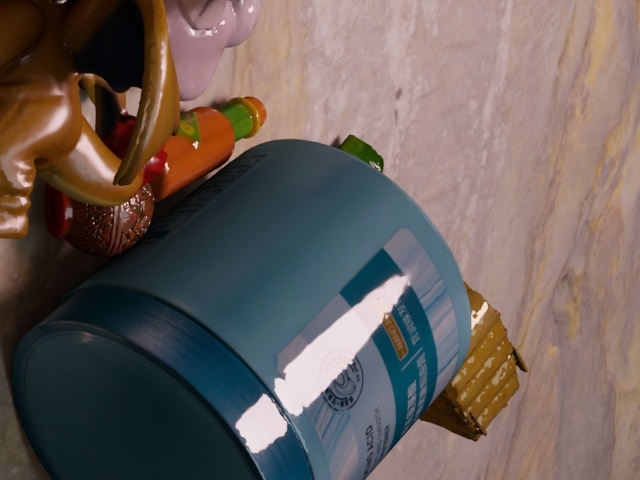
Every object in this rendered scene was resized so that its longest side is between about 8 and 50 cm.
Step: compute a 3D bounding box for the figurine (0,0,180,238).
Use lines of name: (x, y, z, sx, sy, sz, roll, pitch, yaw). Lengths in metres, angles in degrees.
figurine: (-0.236, -0.197, 1.477, 0.401, 0.268, 0.387, -120, -148, -86)

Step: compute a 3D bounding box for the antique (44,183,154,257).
antique: (-0.204, -0.033, 1.772, 0.104, 0.104, 0.104, -37, 138, -42)

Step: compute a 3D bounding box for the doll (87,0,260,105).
doll: (-0.091, -0.233, 1.662, 0.160, 0.094, 0.365, -17, 155, -37)

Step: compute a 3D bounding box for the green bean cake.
green bean cake: (0.117, 0.125, 2.282, 0.131, 0.224, 0.230, -52, 145, -19)

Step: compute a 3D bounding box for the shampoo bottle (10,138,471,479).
shampoo bottle: (-0.070, 0.116, 1.859, 0.342, 0.331, 0.331, -44, 142, -38)

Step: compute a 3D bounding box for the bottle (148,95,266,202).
bottle: (-0.122, -0.100, 1.900, 0.187, 0.069, 0.069, -33, 135, -48)

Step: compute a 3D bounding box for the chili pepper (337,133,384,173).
chili pepper: (0.001, 0.001, 2.154, 0.253, 0.083, 0.099, -65, 152, -16)
